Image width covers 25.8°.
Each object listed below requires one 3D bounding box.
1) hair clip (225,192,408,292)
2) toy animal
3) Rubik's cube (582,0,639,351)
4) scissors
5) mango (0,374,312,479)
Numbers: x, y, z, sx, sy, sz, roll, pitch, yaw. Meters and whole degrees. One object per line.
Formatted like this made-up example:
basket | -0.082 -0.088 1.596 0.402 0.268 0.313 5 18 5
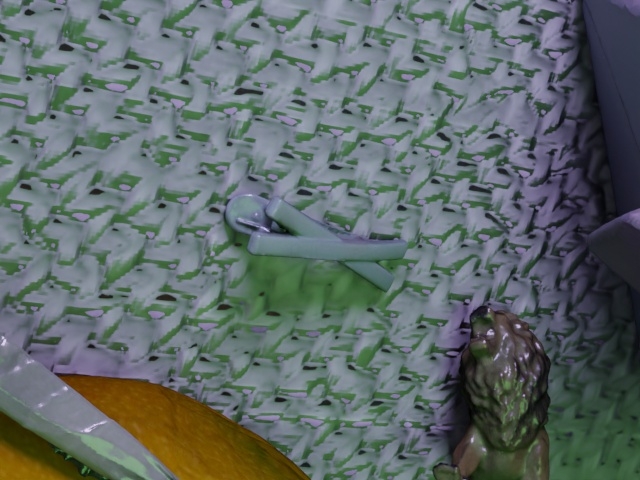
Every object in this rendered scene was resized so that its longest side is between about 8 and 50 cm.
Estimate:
hair clip | 0.001 -0.001 0.705 0.115 0.039 0.030 20 104 -46
toy animal | 0.093 0.146 0.779 0.069 0.086 0.219 13 108 6
Rubik's cube | 0.321 -0.030 0.702 0.358 0.368 0.387 -20 117 -6
scissors | -0.168 0.017 0.533 0.300 0.022 0.109 38 67 -12
mango | -0.120 0.147 0.610 0.359 0.144 0.186 19 78 -28
